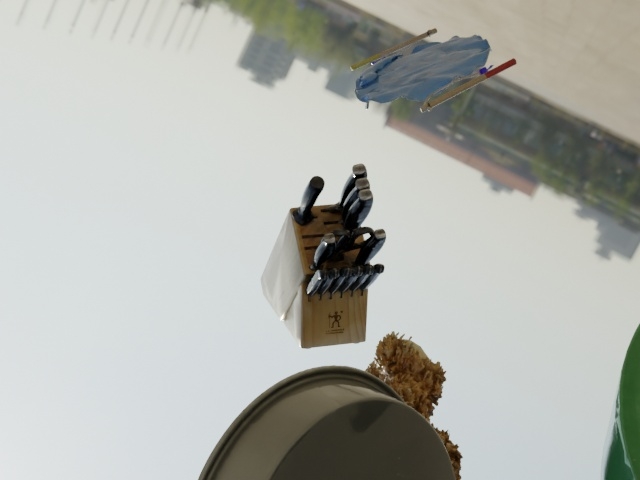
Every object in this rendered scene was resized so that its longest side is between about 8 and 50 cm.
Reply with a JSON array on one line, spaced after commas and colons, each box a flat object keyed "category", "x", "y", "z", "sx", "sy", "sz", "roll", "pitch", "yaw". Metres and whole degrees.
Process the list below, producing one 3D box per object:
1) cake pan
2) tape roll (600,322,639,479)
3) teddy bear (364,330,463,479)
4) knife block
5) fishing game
[{"category": "cake pan", "x": 0.014, "y": 0.251, "z": 0.915, "sx": 0.293, "sy": 0.293, "sz": 0.054, "roll": 15, "pitch": 172, "yaw": -43}, {"category": "tape roll", "x": 0.311, "y": 0.126, "z": 0.578, "sx": 0.321, "sy": 0.077, "sz": 0.321, "roll": -2, "pitch": -138, "yaw": 1}, {"category": "teddy bear", "x": 0.086, "y": 0.268, "z": 1.235, "sx": 0.113, "sy": 0.338, "sz": 0.245, "roll": 3, "pitch": 164, "yaw": -17}, {"category": "knife block", "x": 0.000, "y": 0.000, "z": 1.414, "sx": 0.088, "sy": 0.242, "sz": 0.275, "roll": -4, "pitch": -160, "yaw": -17}, {"category": "fishing game", "x": 0.134, "y": -0.214, "z": 1.458, "sx": 0.264, "sy": 0.189, "sz": 0.041, "roll": 39, "pitch": 155, "yaw": 62}]
